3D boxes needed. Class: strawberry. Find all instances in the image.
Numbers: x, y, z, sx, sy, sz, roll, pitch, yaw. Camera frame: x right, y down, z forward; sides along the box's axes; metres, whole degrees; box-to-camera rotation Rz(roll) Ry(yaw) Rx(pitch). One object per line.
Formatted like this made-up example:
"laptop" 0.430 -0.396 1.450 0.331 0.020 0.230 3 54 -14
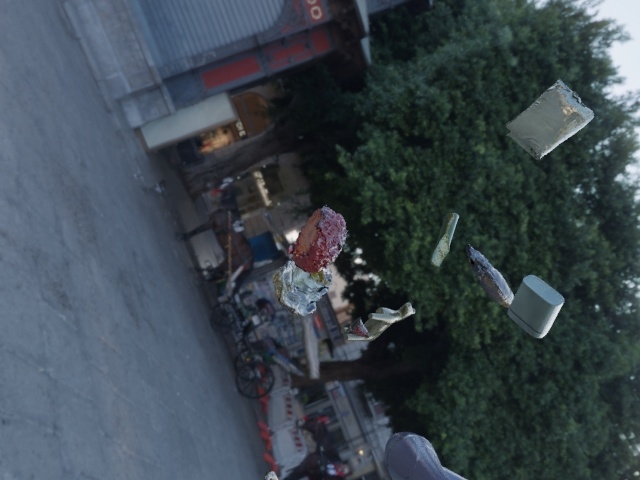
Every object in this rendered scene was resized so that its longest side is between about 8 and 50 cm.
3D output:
"strawberry" 0.000 0.000 1.141 0.086 0.145 0.145 38 0 -9

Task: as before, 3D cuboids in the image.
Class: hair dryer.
"hair dryer" 0.327 0.569 1.282 0.361 0.121 0.301 28 -6 -8

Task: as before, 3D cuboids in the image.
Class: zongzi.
"zongzi" 0.113 0.297 1.880 0.067 0.073 0.083 51 -8 49

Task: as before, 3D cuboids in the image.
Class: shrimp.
"shrimp" 0.538 0.098 1.866 0.365 0.071 0.233 42 15 -41

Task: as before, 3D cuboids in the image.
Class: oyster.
"oyster" -0.036 0.106 1.346 0.129 0.078 0.345 63 18 4

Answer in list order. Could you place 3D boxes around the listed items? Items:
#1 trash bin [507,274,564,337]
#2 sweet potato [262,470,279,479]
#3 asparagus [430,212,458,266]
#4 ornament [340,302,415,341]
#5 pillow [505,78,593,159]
"trash bin" 0.568 0.175 1.497 0.116 0.059 0.130 44 -37 35
"sweet potato" -0.142 0.685 1.623 0.153 0.038 0.041 79 11 -61
"asparagus" 0.372 -0.003 1.696 0.041 0.045 0.178 50 56 -47
"ornament" 0.232 0.305 2.145 0.245 0.230 0.061 12 41 -45
"pillow" 0.577 -0.300 1.437 0.078 0.181 0.134 30 24 -56
